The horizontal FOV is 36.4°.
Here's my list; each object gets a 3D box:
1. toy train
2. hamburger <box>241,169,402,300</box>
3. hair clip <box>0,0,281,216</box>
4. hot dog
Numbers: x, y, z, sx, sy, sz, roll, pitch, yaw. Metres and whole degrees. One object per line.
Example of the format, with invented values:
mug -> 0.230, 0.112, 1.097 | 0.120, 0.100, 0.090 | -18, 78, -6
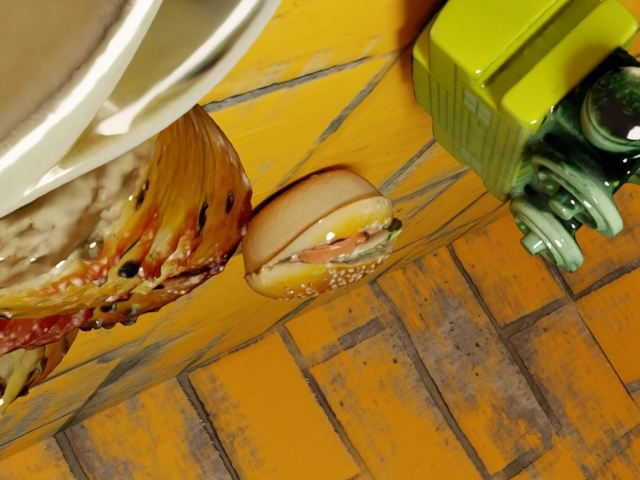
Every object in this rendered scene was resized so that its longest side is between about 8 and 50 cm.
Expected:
toy train -> 0.220, -0.123, 0.951 | 0.179, 0.272, 0.442 | -44, 170, 0
hamburger -> -0.004, 0.002, 1.300 | 0.237, 0.147, 0.237 | -26, 171, -4
hair clip -> -0.088, -0.134, 0.357 | 0.282, 0.172, 0.113 | -46, 157, 14
hot dog -> -0.222, 0.017, 0.615 | 0.367, 0.196, 0.365 | -28, 174, 4
